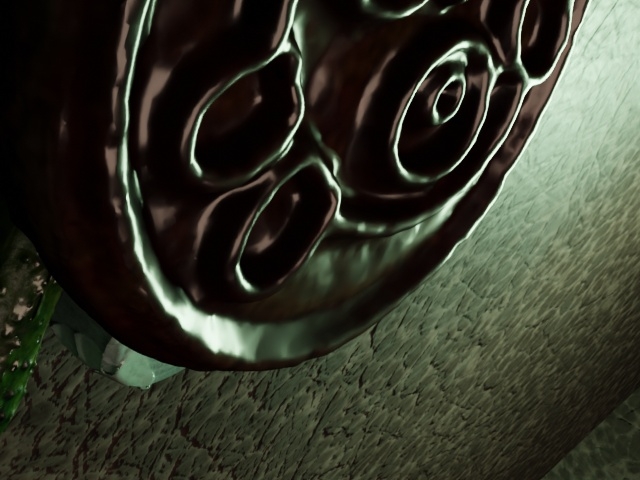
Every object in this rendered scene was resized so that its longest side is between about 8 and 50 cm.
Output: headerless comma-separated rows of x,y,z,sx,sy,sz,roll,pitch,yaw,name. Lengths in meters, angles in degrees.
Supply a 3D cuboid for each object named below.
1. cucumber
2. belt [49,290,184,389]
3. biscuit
-0.167,0.033,0.691,0.069,0.069,0.227,-12,136,-57,cucumber
-0.075,-0.005,0.779,0.198,0.078,0.151,-48,157,-10,belt
0.020,-0.113,0.654,0.407,0.091,0.407,-38,144,-34,biscuit
